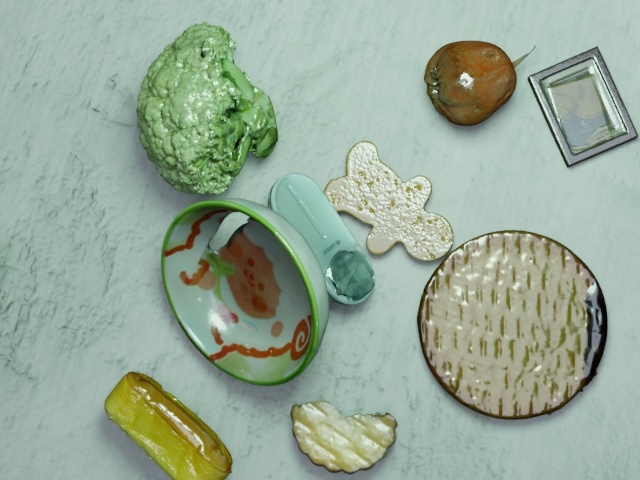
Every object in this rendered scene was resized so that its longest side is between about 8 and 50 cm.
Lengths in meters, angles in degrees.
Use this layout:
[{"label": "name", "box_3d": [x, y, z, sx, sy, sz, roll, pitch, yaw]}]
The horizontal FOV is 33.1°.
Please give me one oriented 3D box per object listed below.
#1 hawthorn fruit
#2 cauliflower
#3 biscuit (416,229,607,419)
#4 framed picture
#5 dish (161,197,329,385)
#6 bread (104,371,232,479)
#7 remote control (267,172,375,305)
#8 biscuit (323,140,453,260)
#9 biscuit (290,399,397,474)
[{"label": "hawthorn fruit", "box_3d": [0.265, -0.260, 1.777, 0.189, 0.149, 0.149, 0, 87, 4]}, {"label": "cauliflower", "box_3d": [-0.174, -0.210, 1.789, 0.250, 0.272, 0.275, 11, 103, -24]}, {"label": "biscuit", "box_3d": [0.319, 0.140, 1.800, 0.317, 0.040, 0.318, 0, 85, 5]}, {"label": "framed picture", "box_3d": [0.441, -0.225, 1.818, 0.127, 0.023, 0.169, -23, 85, 4]}, {"label": "dish", "box_3d": [-0.103, 0.068, 1.772, 0.324, 0.124, 0.324, 17, 121, 31]}, {"label": "bread", "box_3d": [-0.250, 0.320, 1.816, 0.245, 0.102, 0.094, 42, 98, 8]}, {"label": "remote control", "box_3d": [0.000, 0.000, 1.800, 0.104, 0.052, 0.247, -36, 94, -35]}, {"label": "biscuit", "box_3d": [0.122, -0.053, 1.832, 0.240, 0.035, 0.158, 39, 95, 7]}, {"label": "biscuit", "box_3d": [0.035, 0.330, 1.806, 0.183, 0.061, 0.118, 10, 89, 8]}]
